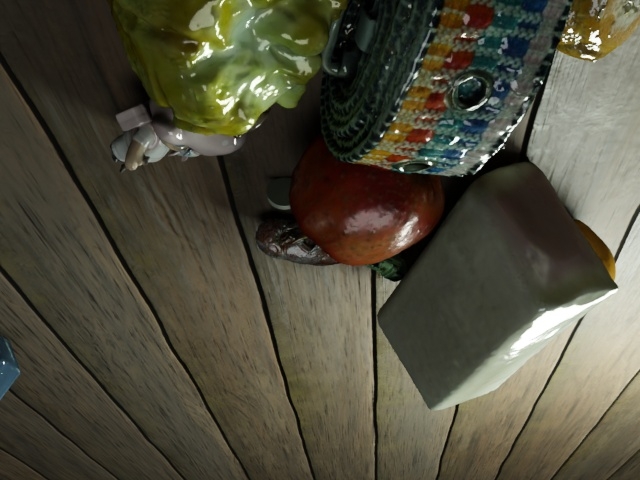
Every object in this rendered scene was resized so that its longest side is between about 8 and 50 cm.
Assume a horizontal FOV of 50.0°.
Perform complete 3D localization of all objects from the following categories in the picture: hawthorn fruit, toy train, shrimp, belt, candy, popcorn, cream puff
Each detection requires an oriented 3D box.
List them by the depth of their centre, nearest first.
[{"bbox_3d":[-0.087,-0.201,0.579,0.183,0.204,0.221,-12,151,-22],"label":"popcorn"},{"bbox_3d":[0.091,-0.190,0.602,0.160,0.207,0.295,7,144,-17],"label":"belt"},{"bbox_3d":[0.241,-0.237,0.624,0.144,0.103,0.126,12,111,-59],"label":"cream puff"},{"bbox_3d":[0.043,-0.049,0.828,0.200,0.179,0.179,-41,132,23],"label":"hawthorn fruit"},{"bbox_3d":[0.229,0.079,0.981,0.145,0.208,0.359,-14,152,-28],"label":"candy"},{"bbox_3d":[0.000,0.001,1.009,0.190,0.075,0.073,9,113,-6],"label":"shrimp"},{"bbox_3d":[0.096,0.029,1.065,0.083,0.053,0.033,23,139,-35],"label":"toy train"}]

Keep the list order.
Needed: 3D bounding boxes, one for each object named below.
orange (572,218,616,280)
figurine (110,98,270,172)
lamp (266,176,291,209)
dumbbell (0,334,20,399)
[{"bbox_3d":[0.364,0.037,1.040,0.154,0.134,0.155,6,168,1],"label":"orange"},{"bbox_3d":[-0.146,-0.137,0.752,0.229,0.112,0.137,-16,-172,38],"label":"figurine"},{"bbox_3d":[0.026,-0.057,0.935,0.198,0.050,0.056,0,148,-4],"label":"lamp"},{"bbox_3d":[-0.659,0.178,1.158,0.143,0.156,0.316,-34,145,-7],"label":"dumbbell"}]
